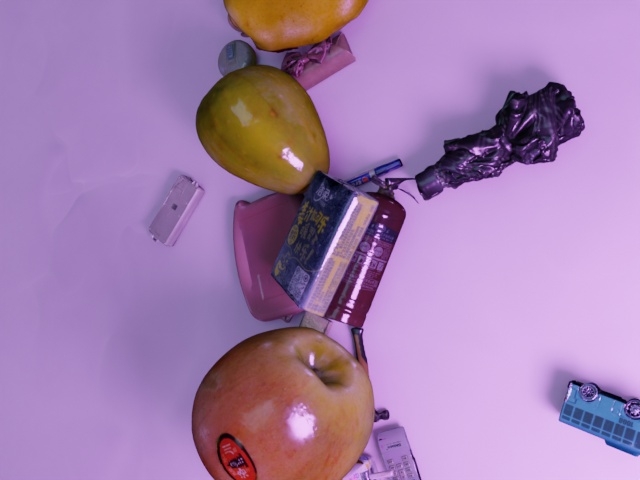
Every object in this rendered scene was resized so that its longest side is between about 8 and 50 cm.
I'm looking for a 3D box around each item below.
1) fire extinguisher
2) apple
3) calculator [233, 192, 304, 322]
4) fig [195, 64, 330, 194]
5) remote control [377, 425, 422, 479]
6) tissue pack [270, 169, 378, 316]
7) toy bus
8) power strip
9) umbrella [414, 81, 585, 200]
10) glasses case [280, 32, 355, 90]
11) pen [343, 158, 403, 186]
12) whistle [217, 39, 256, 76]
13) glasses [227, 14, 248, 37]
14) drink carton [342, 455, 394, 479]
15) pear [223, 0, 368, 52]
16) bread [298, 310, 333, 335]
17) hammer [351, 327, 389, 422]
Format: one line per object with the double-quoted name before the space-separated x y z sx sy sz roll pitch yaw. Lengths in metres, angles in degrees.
"fire extinguisher" 0.105 0.011 1.319 0.135 0.114 0.338 20 93 -14
"apple" -0.064 0.330 1.206 0.305 0.338 0.339 -41 66 23
"calculator" -0.105 0.029 1.451 0.220 0.048 0.330 -20 71 22
"fig" -0.114 -0.239 1.402 0.326 0.258 0.258 43 102 7
"remote control" 0.168 0.461 1.255 0.065 0.029 0.166 -23 77 21
"tissue pack" 0.000 0.000 1.283 0.257 0.081 0.185 -64 30 9
"toy bus" 0.502 0.306 1.079 0.160 0.079 0.092 18 89 29
"power strip" -0.373 -0.077 1.618 0.081 0.035 0.192 36 98 28
"umbrella" 0.331 -0.196 1.218 0.336 0.128 0.155 -16 75 23
"glasses case" -0.024 -0.428 1.474 0.193 0.070 0.103 -26 70 21
"pen" 0.088 -0.135 1.394 0.204 0.025 0.025 -21 73 23
"whistle" -0.210 -0.409 1.574 0.104 0.057 0.199 -10 76 26
"glasses" -0.174 -0.653 1.578 0.189 0.088 0.221 -28 70 21
"drink carton" 0.069 0.487 1.275 0.199 0.074 0.084 -23 74 22
"pear" -0.057 -0.628 1.394 0.340 0.191 0.386 43 88 13
"bread" -0.031 0.233 1.395 0.068 0.028 0.154 24 92 28
"hammer" 0.090 0.284 1.328 0.078 0.021 0.201 -17 74 24
